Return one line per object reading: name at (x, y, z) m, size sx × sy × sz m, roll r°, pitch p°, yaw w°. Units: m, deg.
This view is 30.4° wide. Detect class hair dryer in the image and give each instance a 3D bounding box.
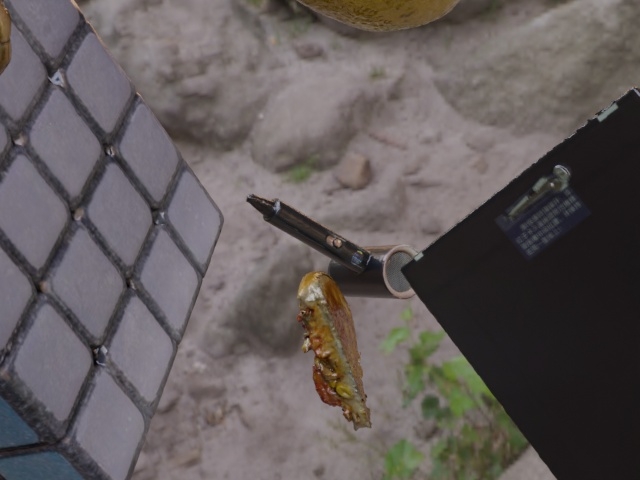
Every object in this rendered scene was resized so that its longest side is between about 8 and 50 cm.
hair dryer at (0.000, 0.000, 1.486) m, size 0.128 × 0.255 × 0.070 m, roll -4°, pitch 60°, yaw 56°

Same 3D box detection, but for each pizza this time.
pizza at (0.010, 0.129, 1.372) m, size 0.053 × 0.201 × 0.193 m, roll -17°, pitch 71°, yaw 8°

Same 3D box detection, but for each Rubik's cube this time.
Rubik's cube at (-0.333, 0.010, 0.991) m, size 0.337 × 0.344 × 0.343 m, roll -14°, pitch 38°, yaw 27°

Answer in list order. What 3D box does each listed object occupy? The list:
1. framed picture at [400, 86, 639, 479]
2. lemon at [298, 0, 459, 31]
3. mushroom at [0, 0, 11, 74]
framed picture at (0.249, 0.088, 0.914) m, size 0.338 × 0.255 × 0.014 m, roll 53°, pitch 32°, yaw 5°
lemon at (0.047, -0.329, 1.187) m, size 0.254 × 0.228 × 0.228 m, roll 16°, pitch 32°, yaw -29°
mushroom at (-0.183, -0.076, 0.434) m, size 0.088 × 0.097 × 0.212 m, roll 6°, pitch 9°, yaw 11°
